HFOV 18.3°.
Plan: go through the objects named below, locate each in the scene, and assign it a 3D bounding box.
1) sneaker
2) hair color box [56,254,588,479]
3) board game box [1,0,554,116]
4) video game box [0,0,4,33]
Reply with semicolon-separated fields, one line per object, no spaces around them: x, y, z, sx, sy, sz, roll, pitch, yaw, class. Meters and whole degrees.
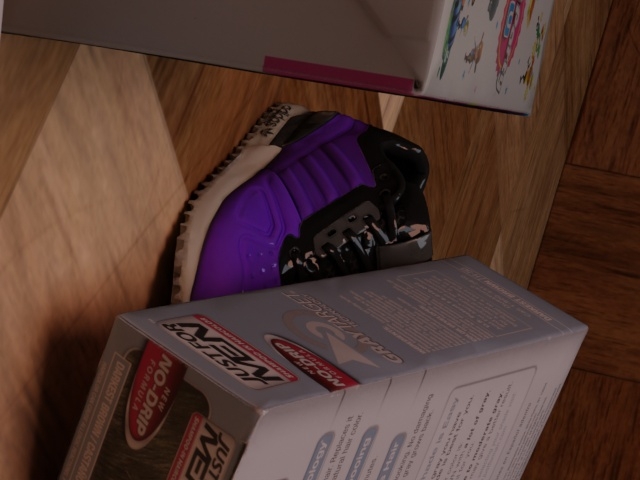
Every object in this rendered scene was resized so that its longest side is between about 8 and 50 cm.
0.000;-0.001;1.331;0.293;0.146;0.102;-61;158;-52;sneaker
0.003;0.127;1.220;0.374;0.114;0.185;-8;125;-56;hair color box
-0.011;-0.130;1.023;0.303;0.224;0.097;-12;112;-74;board game box
-0.190;-0.030;0.776;0.205;0.048;0.187;-39;137;-68;video game box
